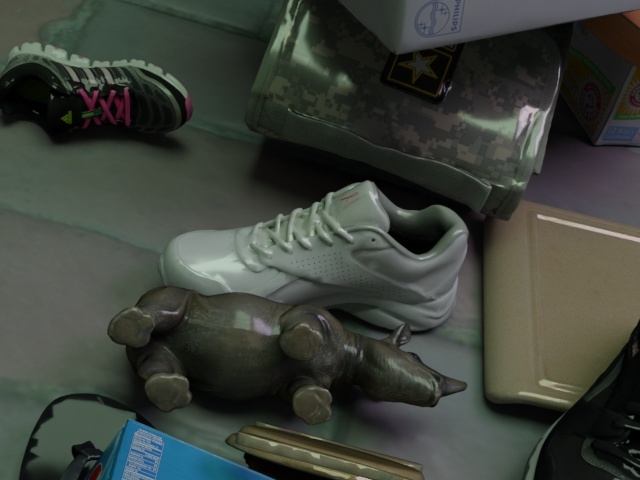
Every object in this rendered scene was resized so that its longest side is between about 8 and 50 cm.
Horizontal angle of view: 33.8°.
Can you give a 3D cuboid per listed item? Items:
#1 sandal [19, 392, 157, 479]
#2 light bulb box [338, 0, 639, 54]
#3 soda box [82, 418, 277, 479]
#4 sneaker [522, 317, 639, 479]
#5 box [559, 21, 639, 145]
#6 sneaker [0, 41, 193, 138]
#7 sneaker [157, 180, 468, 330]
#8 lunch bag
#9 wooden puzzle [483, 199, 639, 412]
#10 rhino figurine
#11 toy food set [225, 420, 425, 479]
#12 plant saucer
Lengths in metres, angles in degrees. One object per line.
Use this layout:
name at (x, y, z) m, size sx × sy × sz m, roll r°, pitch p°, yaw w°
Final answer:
sandal at (-0.114, 0.184, 0.576) m, size 0.097 × 0.054 × 0.254 m, roll 0°, pitch 44°, yaw -17°
light bulb box at (0.147, -0.342, 0.814) m, size 0.361 × 0.225 × 0.358 m, roll -13°, pitch 39°, yaw -19°
soda box at (-0.028, 0.175, 0.555) m, size 0.210 × 0.071 × 0.067 m, roll 27°, pitch 38°, yaw -15°
sneaker at (0.217, 0.096, 0.671) m, size 0.107 × 0.124 × 0.283 m, roll 27°, pitch 49°, yaw 17°
box at (0.306, -0.198, 1.085) m, size 0.114 × 0.103 × 0.203 m, roll -1°, pitch 44°, yaw -19°
sneaker at (-0.193, -0.114, 0.874) m, size 0.170 × 0.063 × 0.075 m, roll 14°, pitch 41°, yaw 6°
sneaker at (0.000, 0.000, 0.765) m, size 0.232 × 0.115 × 0.090 m, roll 0°, pitch 44°, yaw -18°
lunch bag at (0.084, -0.154, 0.914) m, size 0.235 × 0.169 × 0.287 m, roll 20°, pitch 40°, yaw 1°
wooden puzzle at (0.246, 0.067, 0.830) m, size 0.239 × 0.044 × 0.221 m, roll 10°, pitch 42°, yaw 0°
rhino figurine at (-0.018, 0.077, 0.697) m, size 0.243 × 0.073 × 0.106 m, roll 8°, pitch 5°, yaw -10°
toy food set at (0.007, 0.139, 0.607) m, size 0.132 × 0.192 × 0.038 m, roll 14°, pitch 82°, yaw 3°
plant saucer at (0.272, -0.217, 0.948) m, size 0.200 × 0.037 × 0.200 m, roll 25°, pitch 37°, yaw -21°
